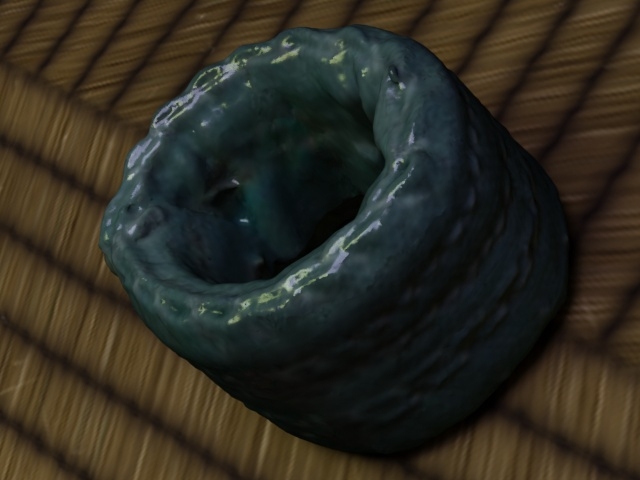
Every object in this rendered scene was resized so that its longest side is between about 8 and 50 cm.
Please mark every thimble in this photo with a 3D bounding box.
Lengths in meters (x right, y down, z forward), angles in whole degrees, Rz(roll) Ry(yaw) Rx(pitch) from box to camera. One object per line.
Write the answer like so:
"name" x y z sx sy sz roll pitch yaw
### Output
"thimble" 0.000 0.000 1.021 0.235 0.143 0.198 -11 53 36
